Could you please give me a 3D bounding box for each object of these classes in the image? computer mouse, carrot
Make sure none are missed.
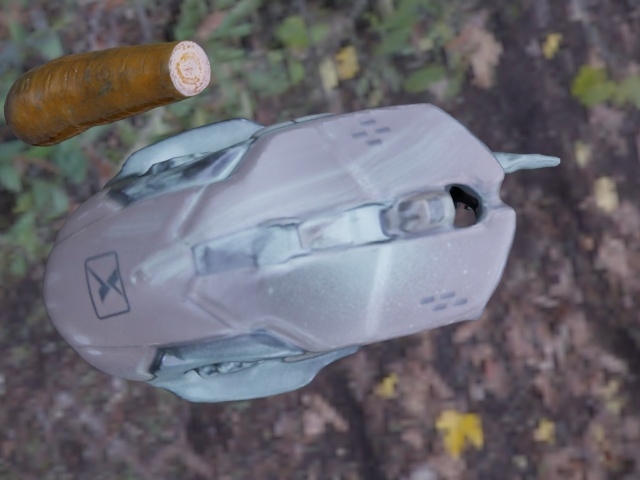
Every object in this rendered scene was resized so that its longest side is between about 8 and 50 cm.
[{"bbox_3d":[0.000,0.000,1.352,0.389,0.115,0.199,-14,91,-12],"label":"computer mouse"},{"bbox_3d":[-0.079,-0.055,0.705,0.032,0.093,0.032,12,74,-46],"label":"carrot"}]
